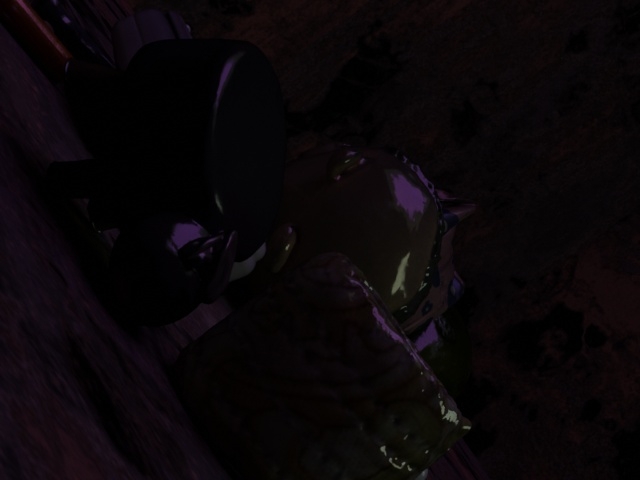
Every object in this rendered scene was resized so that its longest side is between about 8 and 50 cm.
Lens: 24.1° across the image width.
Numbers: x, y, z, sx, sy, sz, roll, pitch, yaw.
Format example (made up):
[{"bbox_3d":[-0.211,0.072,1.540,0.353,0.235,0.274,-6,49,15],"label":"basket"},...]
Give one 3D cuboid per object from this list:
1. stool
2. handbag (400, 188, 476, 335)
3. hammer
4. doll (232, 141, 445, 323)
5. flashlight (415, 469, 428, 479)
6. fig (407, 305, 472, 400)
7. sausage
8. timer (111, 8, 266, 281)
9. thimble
[{"bbox_3d":[-0.111,-0.052,1.037,0.228,0.139,0.153,-61,149,-55],"label":"stool"},{"bbox_3d":[0.064,-0.003,1.930,0.251,0.193,0.190,29,-56,33],"label":"handbag"},{"bbox_3d":[-0.231,-0.160,1.546,0.137,0.037,0.290,51,3,-30],"label":"hammer"},{"bbox_3d":[0.000,0.000,1.646,0.247,0.247,0.349,54,-6,0],"label":"doll"},{"bbox_3d":[0.060,0.211,1.525,0.093,0.047,0.200,53,-9,4],"label":"flashlight"},{"bbox_3d":[0.113,0.148,1.998,0.195,0.195,0.245,54,-2,-1],"label":"fig"},{"bbox_3d":[-0.268,-0.194,1.391,0.107,0.031,0.031,51,4,-32],"label":"sausage"},{"bbox_3d":[-0.126,-0.095,1.456,0.262,0.087,0.237,-114,-177,-59],"label":"timer"},{"bbox_3d":[0.006,0.113,1.030,0.190,0.143,0.137,53,2,-21],"label":"thimble"}]
